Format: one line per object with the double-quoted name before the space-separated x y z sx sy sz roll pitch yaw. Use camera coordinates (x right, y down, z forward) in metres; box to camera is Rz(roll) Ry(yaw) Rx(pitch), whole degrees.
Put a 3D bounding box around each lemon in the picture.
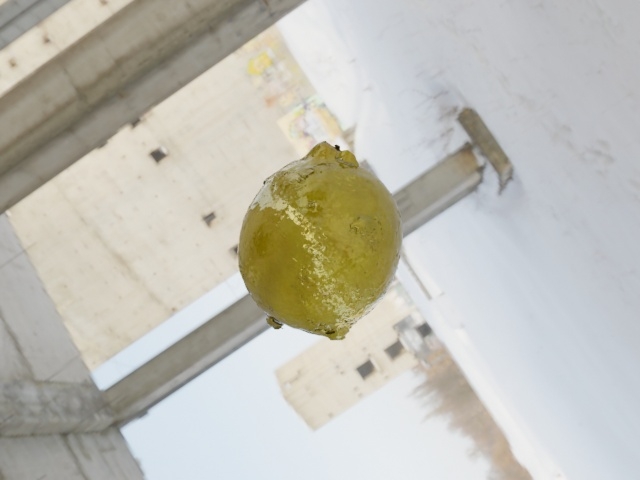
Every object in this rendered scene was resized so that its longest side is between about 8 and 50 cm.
"lemon" 0.000 0.000 0.853 0.173 0.174 0.206 -108 25 -79
